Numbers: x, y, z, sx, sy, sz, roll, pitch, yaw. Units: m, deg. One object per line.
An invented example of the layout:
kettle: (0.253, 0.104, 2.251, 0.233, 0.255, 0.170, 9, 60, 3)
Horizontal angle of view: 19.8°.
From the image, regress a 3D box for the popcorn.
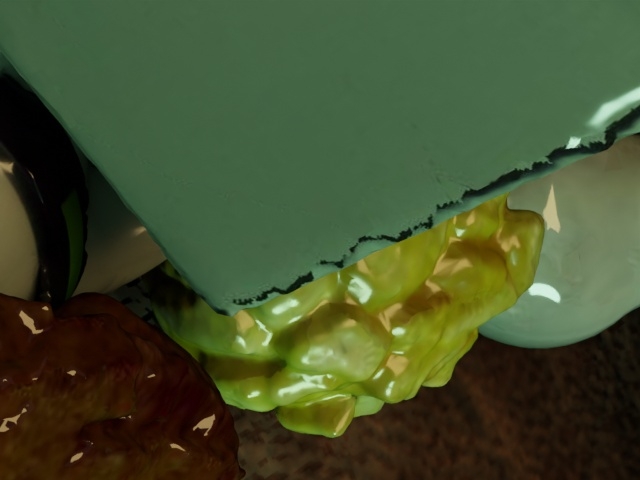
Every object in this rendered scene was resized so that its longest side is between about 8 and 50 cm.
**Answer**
popcorn: (0.000, 0.000, 0.547, 0.116, 0.106, 0.120, 44, 64, -39)

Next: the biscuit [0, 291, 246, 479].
biscuit: (-0.096, 0.092, 0.429, 0.192, 0.049, 0.192, -27, 139, -27)

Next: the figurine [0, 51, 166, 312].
figurine: (-0.096, -0.022, 0.460, 0.126, 0.147, 0.192, 41, 40, -5)

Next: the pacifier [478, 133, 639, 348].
pacifier: (0.146, -0.007, 0.618, 0.226, 0.238, 0.287, -7, 99, -7)

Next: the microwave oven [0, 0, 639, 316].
microwave oven: (0.032, -0.207, 0.449, 0.286, 0.218, 0.355, 52, 32, -20)
